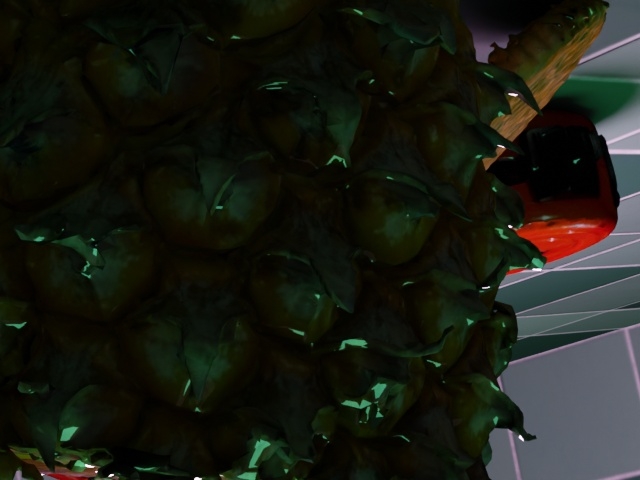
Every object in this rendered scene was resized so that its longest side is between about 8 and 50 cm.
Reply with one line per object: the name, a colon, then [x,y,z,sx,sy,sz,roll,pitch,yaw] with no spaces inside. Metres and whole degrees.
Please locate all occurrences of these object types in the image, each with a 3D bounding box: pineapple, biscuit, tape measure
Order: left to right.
pineapple: [-0.067,-0.023,0.834,0.352,0.300,0.352,-2,177,0]
biscuit: [0.091,-0.064,1.213,0.254,0.035,0.254,-46,173,-7]
tape measure: [0.121,-0.028,1.551,0.260,0.114,0.253,-9,170,-12]

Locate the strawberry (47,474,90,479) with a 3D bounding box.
strawberry: [-0.143,0.061,1.404,0.274,0.274,0.220,-3,149,-36]
